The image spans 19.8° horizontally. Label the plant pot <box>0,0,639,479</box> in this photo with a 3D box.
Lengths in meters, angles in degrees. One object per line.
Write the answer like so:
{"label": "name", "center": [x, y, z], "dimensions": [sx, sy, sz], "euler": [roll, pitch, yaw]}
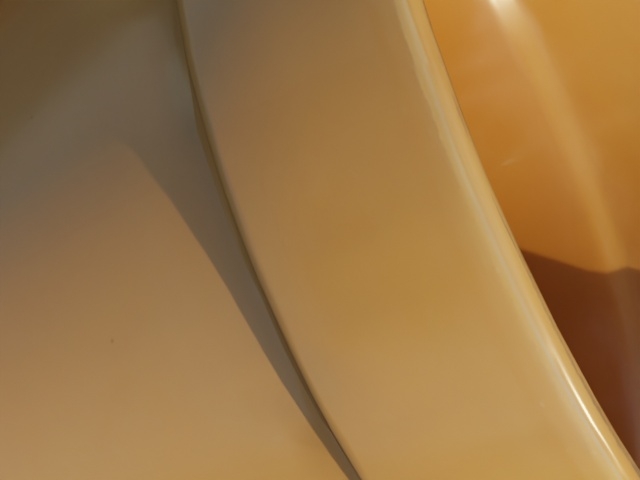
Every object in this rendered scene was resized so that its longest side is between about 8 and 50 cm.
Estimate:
{"label": "plant pot", "center": [0.000, 0.000, 0.548], "dimensions": [0.204, 0.291, 0.290], "euler": [-22, 77, 22]}
